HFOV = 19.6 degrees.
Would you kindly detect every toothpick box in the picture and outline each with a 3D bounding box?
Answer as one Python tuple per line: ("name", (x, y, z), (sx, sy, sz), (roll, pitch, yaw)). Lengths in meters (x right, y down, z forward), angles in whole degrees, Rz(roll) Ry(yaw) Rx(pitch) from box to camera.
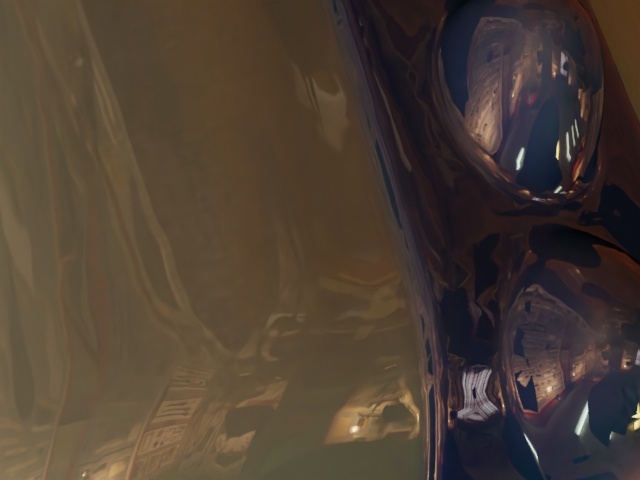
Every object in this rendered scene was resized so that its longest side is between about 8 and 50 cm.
("toothpick box", (0.000, 0.000, 0.479), (0.263, 0.355, 0.263), (-10, 145, -7))
